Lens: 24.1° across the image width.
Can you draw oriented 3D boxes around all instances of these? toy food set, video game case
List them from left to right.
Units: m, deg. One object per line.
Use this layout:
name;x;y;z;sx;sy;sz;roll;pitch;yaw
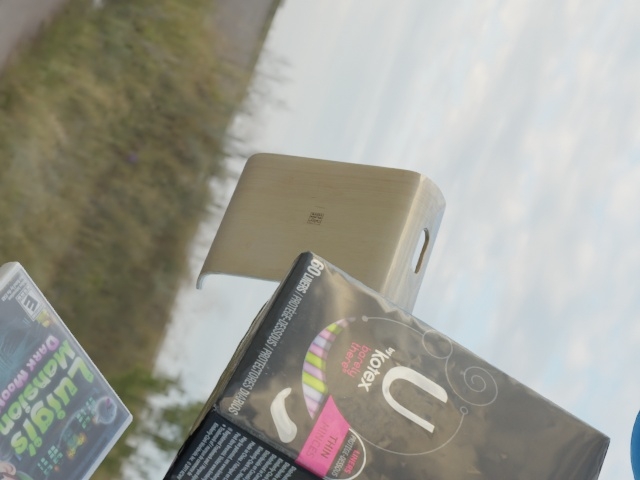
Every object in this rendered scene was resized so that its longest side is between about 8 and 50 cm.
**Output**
video game case;-0.242;0.141;1.146;0.022;0.173;0.190;-8;-145;40
toy food set;0.000;0.000;2.066;0.092;0.306;0.220;75;29;-49

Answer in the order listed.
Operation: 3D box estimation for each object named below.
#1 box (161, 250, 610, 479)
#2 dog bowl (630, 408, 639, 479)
box;0.047;0.163;1.088;0.143;0.270;0.165;-55;-175;50
dog bowl;0.405;0.181;1.215;0.074;0.297;0.166;-23;120;-65
